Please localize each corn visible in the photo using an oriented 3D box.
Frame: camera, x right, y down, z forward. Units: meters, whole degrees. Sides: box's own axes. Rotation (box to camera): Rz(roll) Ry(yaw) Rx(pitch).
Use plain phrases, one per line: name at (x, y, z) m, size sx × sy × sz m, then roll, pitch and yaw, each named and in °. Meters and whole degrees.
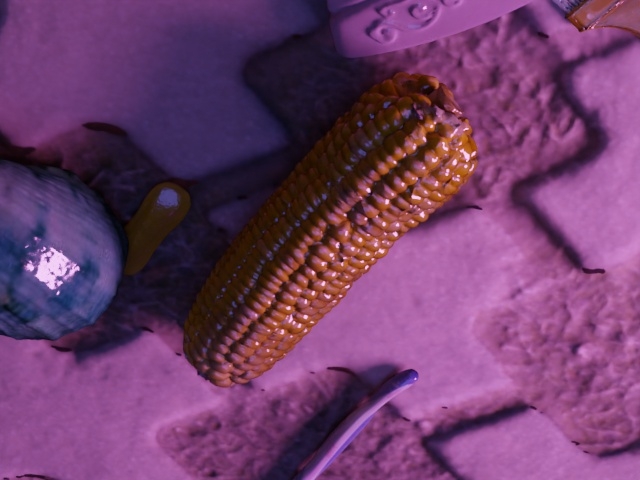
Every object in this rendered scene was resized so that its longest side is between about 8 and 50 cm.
corn at (0.000, 0.000, 0.975) m, size 0.101 × 0.101 × 0.292 m, roll 33°, pitch 115°, yaw -15°

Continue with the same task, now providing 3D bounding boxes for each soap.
soap at (-0.130, -0.009, 1.022) m, size 0.034 × 0.012 × 0.089 m, roll 34°, pitch 114°, yaw -15°

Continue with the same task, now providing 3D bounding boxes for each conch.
conch at (-0.263, 0.019, 0.968) m, size 0.202 × 0.134 × 0.196 m, roll -34°, pitch 100°, yaw 14°

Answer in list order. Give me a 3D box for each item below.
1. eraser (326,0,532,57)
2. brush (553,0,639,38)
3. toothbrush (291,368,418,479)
eraser at (0.111, -0.225, 0.868) m, size 0.243 × 0.059 × 0.204 m, roll -5°, pitch 116°, yaw 12°
brush at (0.243, -0.138, 0.944) m, size 0.082 × 0.010 × 0.218 m, roll -41°, pitch 110°, yaw 20°
toothbrush at (-0.008, 0.196, 1.124) m, size 0.027 × 0.021 × 0.269 m, roll 31°, pitch 114°, yaw -20°
